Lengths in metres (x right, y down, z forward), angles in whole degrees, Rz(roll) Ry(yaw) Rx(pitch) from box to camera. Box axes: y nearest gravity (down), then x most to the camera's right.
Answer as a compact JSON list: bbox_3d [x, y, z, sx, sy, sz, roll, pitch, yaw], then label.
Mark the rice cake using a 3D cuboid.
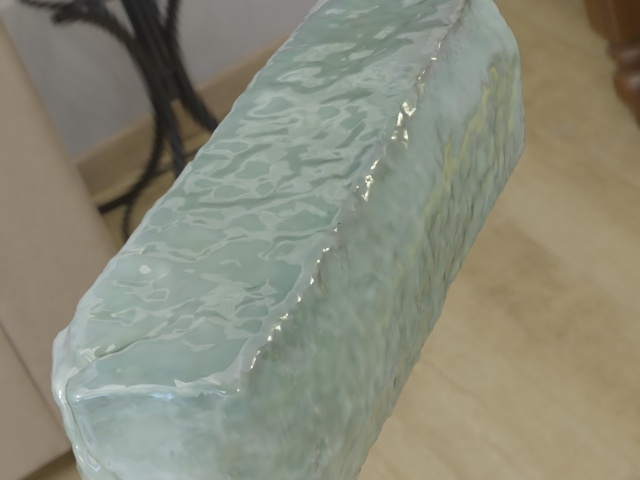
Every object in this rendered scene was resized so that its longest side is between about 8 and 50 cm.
[{"bbox_3d":[0.000,0.000,0.434,0.063,0.069,0.206,1,34,26],"label":"rice cake"}]
